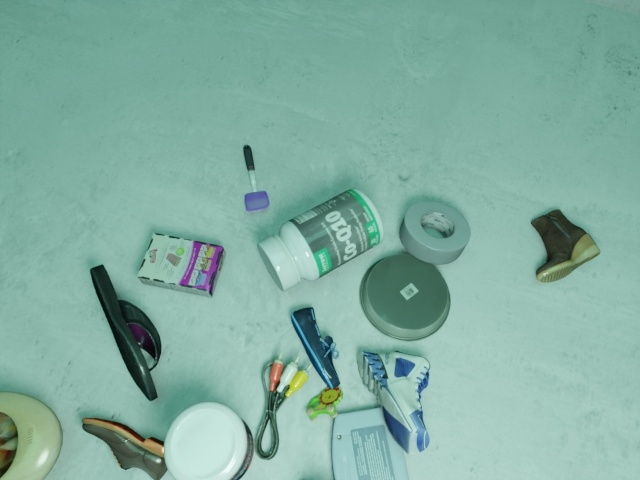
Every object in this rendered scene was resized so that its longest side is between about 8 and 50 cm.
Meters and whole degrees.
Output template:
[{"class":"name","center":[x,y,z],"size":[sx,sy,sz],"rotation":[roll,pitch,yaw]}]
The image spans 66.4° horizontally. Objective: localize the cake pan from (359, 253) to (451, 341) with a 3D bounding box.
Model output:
[{"class":"cake pan","center":[0.269,0.167,1.532],"size":[0.292,0.054,0.294],"rotation":[1,64,-1]}]

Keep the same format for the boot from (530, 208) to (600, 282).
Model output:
[{"class":"boot","center":[0.763,0.016,1.619],"size":[0.248,0.090,0.207],"rotation":[-24,54,-11]}]

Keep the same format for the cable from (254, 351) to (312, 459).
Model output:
[{"class":"cable","center":[-0.135,0.452,1.370],"size":[0.139,0.072,0.287],"rotation":[18,65,14]}]

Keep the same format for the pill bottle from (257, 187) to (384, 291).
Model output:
[{"class":"pill bottle","center":[0.000,0.000,1.527],"size":[0.360,0.204,0.204],"rotation":[-29,67,-14]}]

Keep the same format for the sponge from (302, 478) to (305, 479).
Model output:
[{"class":"sponge","center":[-0.094,0.732,1.253],"size":[0.210,0.031,0.117],"rotation":[-33,69,-17]}]

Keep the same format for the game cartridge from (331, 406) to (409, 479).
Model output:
[{"class":"game cartridge","center":[0.130,0.609,1.309],"size":[0.195,0.060,0.295],"rotation":[-5,63,-8]}]

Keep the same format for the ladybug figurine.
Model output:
[{"class":"ladybug figurine","center":[-0.880,0.556,1.249],"size":[0.448,0.162,0.305],"rotation":[-10,64,-7]}]

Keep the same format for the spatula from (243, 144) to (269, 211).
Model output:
[{"class":"spatula","center":[-0.240,-0.224,1.730],"size":[0.084,0.030,0.297],"rotation":[-10,64,-7]}]

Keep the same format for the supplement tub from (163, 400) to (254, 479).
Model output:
[{"class":"supplement tub","center":[-0.266,0.517,1.221],"size":[0.190,0.272,0.191],"rotation":[0,64,-1]}]

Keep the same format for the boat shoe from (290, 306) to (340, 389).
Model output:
[{"class":"boat shoe","center":[0.001,0.302,1.430],"size":[0.088,0.109,0.258],"rotation":[-23,68,-16]}]

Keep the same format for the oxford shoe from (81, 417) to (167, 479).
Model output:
[{"class":"oxford shoe","center":[-0.526,0.551,1.301],"size":[0.271,0.097,0.099],"rotation":[20,70,9]}]

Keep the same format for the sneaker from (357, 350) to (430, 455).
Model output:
[{"class":"sneaker","center":[0.240,0.402,1.337],"size":[0.182,0.128,0.316],"rotation":[-11,34,-16]}]

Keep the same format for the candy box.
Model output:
[{"class":"candy box","center":[-0.436,0.078,1.551],"size":[0.233,0.071,0.159],"rotation":[12,64,4]}]

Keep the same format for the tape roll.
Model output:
[{"class":"tape roll","center":[0.371,-0.028,1.592],"size":[0.219,0.072,0.219],"rotation":[5,49,-6]}]

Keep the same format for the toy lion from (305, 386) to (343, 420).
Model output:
[{"class":"toy lion","center":[0.015,0.454,1.379],"size":[0.100,0.034,0.096],"rotation":[-16,28,19]}]

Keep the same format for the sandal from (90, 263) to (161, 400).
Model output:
[{"class":"sandal","center":[-0.547,0.246,1.422],"size":[0.106,0.168,0.446],"rotation":[-20,64,-30]}]
